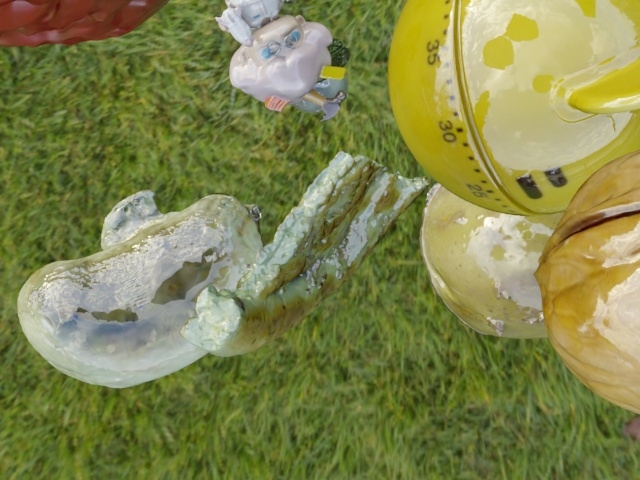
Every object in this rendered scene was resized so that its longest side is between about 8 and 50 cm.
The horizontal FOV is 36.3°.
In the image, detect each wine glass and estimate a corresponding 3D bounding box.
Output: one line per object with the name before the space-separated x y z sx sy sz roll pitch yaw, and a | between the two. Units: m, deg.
wine glass | -0.032 -0.318 1.927 0.126 0.241 0.126 1 93 23

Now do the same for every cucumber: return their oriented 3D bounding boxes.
cucumber | -0.006 -0.250 1.375 0.058 0.187 0.058 5 107 15

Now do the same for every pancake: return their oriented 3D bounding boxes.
pancake | 0.004 0.003 0.899 0.054 0.376 0.197 32 133 16

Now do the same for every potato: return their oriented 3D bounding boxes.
potato | 0.440 -0.012 1.790 0.442 0.319 0.385 -24 99 -17

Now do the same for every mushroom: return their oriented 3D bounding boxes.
mushroom | -0.225 0.062 1.267 0.344 0.130 0.247 -15 95 -8

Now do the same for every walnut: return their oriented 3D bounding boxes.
walnut | 0.195 0.020 0.484 0.180 0.144 0.144 1 107 22

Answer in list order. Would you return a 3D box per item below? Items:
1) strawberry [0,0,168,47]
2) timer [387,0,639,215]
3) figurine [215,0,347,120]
strawberry | -0.194 -0.225 0.503 0.295 0.345 0.317 -43 74 -3
timer | 0.280 -0.195 1.105 0.387 0.376 0.376 -4 107 35
figurine | -0.059 -0.244 1.204 0.137 0.112 0.229 -35 126 -9
